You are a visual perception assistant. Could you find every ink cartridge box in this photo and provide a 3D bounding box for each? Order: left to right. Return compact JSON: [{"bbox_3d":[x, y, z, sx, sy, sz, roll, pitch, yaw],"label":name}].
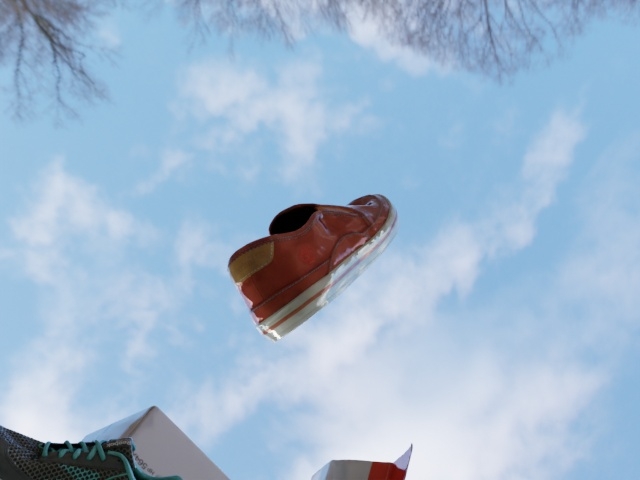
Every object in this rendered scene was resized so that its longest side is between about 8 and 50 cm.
[{"bbox_3d":[-0.203,0.282,0.997,0.148,0.203,0.086,48,-130,-11],"label":"ink cartridge box"},{"bbox_3d":[0.009,0.232,0.652,0.045,0.179,0.146,19,-119,-2],"label":"ink cartridge box"}]

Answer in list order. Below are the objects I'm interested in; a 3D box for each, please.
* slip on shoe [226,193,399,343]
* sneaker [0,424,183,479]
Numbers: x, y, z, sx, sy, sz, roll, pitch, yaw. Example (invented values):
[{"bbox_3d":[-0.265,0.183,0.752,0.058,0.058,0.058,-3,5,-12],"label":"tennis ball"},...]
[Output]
[{"bbox_3d":[0.000,0.000,0.948,0.123,0.331,0.101,-37,-88,27],"label":"slip on shoe"},{"bbox_3d":[-0.169,0.167,0.635,0.166,0.065,0.076,36,-89,-18],"label":"sneaker"}]
